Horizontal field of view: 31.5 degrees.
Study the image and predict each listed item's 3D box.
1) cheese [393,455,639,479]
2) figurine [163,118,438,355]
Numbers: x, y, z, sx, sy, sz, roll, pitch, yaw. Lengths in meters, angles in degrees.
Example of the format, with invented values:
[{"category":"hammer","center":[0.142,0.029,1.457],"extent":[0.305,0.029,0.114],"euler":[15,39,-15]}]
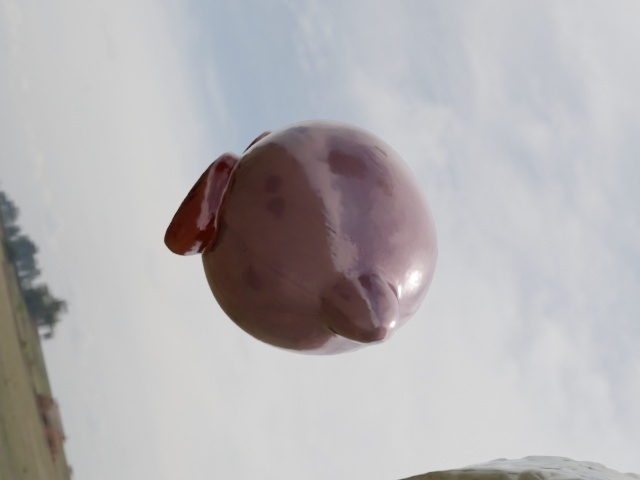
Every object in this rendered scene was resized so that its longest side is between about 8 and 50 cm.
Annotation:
[{"category":"cheese","center":[0.116,0.300,0.674],"extent":[0.153,0.292,0.332],"euler":[15,72,-64]},{"category":"figurine","center":[0.000,0.000,0.798],"extent":[0.173,0.173,0.173],"euler":[168,-90,-74]}]
